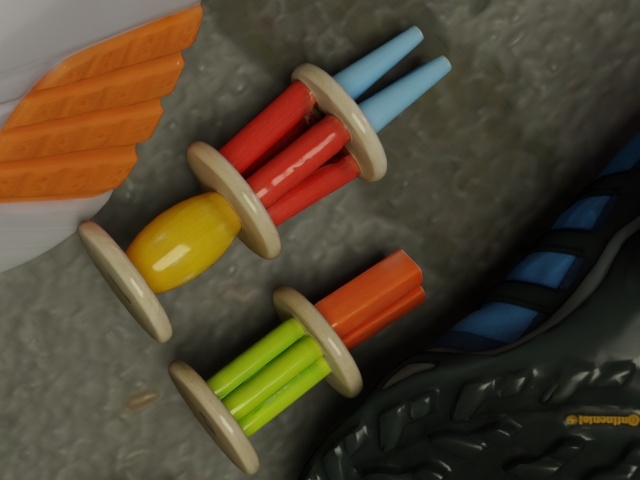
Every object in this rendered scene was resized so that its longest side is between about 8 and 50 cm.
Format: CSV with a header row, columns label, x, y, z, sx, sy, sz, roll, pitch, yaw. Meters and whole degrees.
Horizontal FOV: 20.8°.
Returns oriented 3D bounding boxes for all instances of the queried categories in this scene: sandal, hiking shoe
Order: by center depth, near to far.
label,x,y,z,sx,sy,sz,roll,pitch,yaw
sandal,-0.087,-0.098,0.592,0.102,0.076,0.265,10,122,-50
hiking shoe,0.113,0.040,0.660,0.113,0.132,0.304,47,119,-6

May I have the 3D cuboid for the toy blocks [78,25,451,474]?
label,x,y,z,sx,sy,sz,roll,pitch,yaw
toy blocks,0.000,0.000,0.655,0.148,0.054,0.123,-37,120,-12
